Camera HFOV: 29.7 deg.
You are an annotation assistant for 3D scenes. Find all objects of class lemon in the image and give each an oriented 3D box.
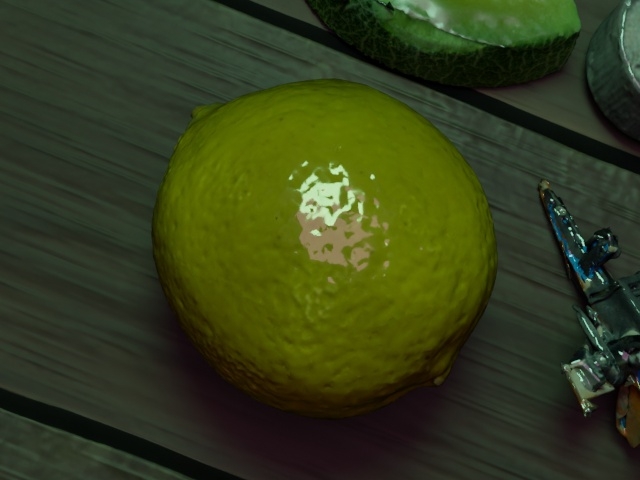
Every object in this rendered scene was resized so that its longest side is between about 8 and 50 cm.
[{"bbox_3d":[0.000,0.000,0.658,0.178,0.178,0.203,-40,83,-10],"label":"lemon"}]

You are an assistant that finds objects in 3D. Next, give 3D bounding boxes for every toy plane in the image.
[{"bbox_3d":[0.181,0.039,0.720,0.135,0.062,0.188,-11,75,-35],"label":"toy plane"}]

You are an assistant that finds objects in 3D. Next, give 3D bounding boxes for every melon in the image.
[{"bbox_3d":[0.066,-0.170,0.754,0.209,0.064,0.118,19,73,-3],"label":"melon"}]

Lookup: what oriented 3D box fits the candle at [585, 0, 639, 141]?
[{"bbox_3d":[0.274,-0.106,0.752,0.192,0.068,0.168,39,78,0],"label":"candle"}]
